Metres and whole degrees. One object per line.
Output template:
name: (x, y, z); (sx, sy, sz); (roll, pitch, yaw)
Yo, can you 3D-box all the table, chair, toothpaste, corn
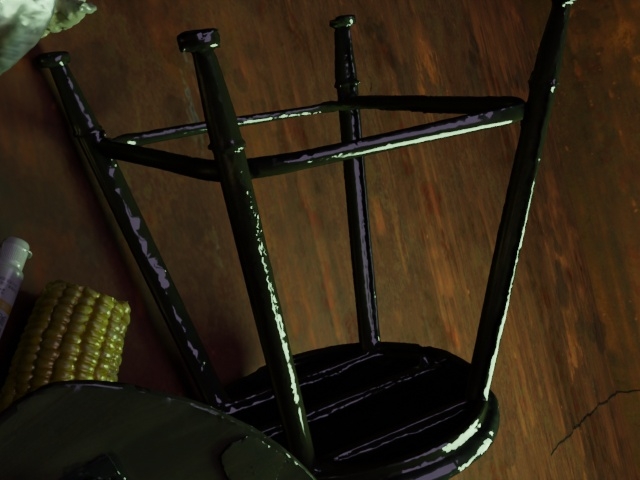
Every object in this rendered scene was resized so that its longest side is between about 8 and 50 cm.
table: (-0.096, 0.269, 0.516); (0.317, 0.249, 0.317); (-9, 115, -21)
chair: (0.000, 0.000, 0.798); (0.365, 0.362, 0.410); (-16, 107, -30)
toothpaste: (-0.276, 0.082, 0.676); (0.048, 0.031, 0.190); (45, 46, -44)
corn: (-0.217, 0.149, 0.680); (0.093, 0.093, 0.244); (37, 48, -45)

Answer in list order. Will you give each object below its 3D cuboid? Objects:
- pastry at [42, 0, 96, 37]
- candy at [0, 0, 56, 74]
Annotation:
pastry: (-0.286, -0.294, 0.739); (0.089, 0.121, 0.258); (16, 55, -82)
candy: (-0.287, -0.254, 0.615); (0.157, 0.214, 0.289); (-3, 82, -60)
